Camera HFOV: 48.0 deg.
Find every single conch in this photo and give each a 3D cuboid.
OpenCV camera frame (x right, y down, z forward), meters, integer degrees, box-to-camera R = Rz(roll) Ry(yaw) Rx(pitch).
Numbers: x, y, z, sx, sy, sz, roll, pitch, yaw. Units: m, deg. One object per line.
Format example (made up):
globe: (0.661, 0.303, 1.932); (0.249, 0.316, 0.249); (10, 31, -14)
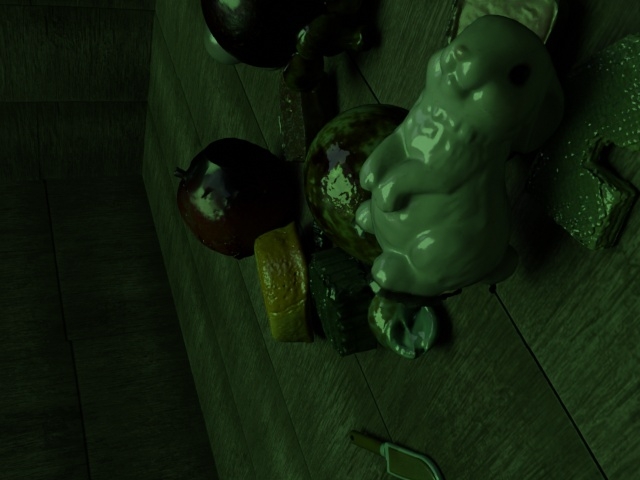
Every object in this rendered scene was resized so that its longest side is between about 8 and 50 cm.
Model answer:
conch: (0.145, 0.139, 1.260); (0.173, 0.106, 0.116); (30, 102, 41)

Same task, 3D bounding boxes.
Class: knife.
knife: (0.144, 0.429, 1.416); (0.343, 0.027, 0.061); (171, 97, -64)

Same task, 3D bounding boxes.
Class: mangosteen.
mangosteen: (-0.069, -0.471, 1.388); (0.330, 0.330, 0.330); (175, 90, -67)

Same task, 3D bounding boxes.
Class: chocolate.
chocolate: (-0.028, -0.278, 1.582); (0.148, 0.093, 0.214); (-167, 72, -65)
chocolate: (0.243, -0.229, 0.964); (0.161, 0.083, 0.261); (42, 136, 35)

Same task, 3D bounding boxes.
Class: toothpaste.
toothpaste: (0.000, 0.000, 1.648); (0.071, 0.045, 0.193); (23, 112, 55)

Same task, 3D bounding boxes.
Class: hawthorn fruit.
hawthorn fruit: (-0.208, -0.111, 1.818); (0.316, 0.316, 0.316); (175, 90, -67)

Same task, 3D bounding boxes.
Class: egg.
egg: (0.100, -0.077, 1.138); (0.289, 0.238, 0.238); (64, 152, 20)

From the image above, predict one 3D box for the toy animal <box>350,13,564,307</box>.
toy animal: (0.177, -0.095, 0.870); (0.357, 0.258, 0.194); (-66, 33, 35)

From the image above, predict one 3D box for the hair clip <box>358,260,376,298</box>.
hair clip: (0.109, 0.067, 1.414); (0.083, 0.048, 0.275); (-30, 72, 64)

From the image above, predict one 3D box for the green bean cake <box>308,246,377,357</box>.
green bean cake: (0.041, 0.122, 1.450); (0.173, 0.094, 0.181); (-119, 18, -55)

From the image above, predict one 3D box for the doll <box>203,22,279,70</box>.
doll: (-0.171, -0.507, 1.724); (0.251, 0.221, 0.221); (146, 116, -64)

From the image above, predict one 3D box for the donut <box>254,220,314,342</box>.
donut: (-0.088, 0.105, 1.710); (0.303, 0.110, 0.303); (171, 90, -83)

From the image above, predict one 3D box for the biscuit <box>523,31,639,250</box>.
biscuit: (0.326, -0.121, 0.835); (0.147, 0.046, 0.250); (-120, 33, -45)
